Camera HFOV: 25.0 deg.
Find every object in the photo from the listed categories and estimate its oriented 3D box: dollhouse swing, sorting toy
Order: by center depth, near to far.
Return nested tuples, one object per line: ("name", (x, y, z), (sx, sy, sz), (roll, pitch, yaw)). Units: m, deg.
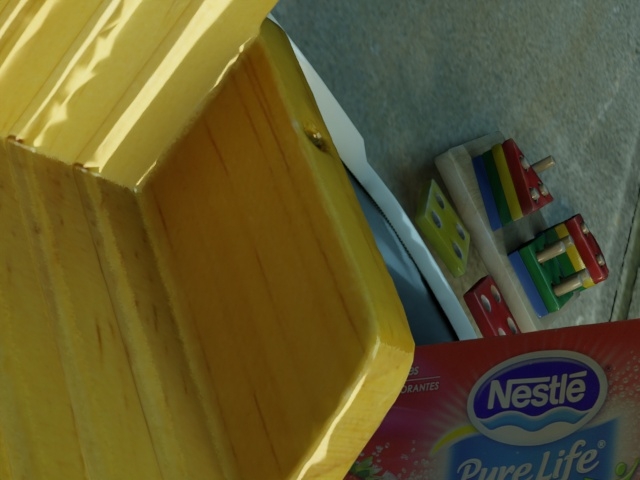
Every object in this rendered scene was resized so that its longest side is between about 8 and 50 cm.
("dollhouse swing", (-0.068, -0.090, 0.479), (0.347, 0.305, 0.315), (25, 34, -47))
("sorting toy", (0.138, -0.012, 0.957), (0.132, 0.046, 0.274), (64, 24, 1))

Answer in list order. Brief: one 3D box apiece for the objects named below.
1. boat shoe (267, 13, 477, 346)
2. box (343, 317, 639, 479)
("boat shoe", (0.000, 0.000, 0.840), (0.099, 0.116, 0.319), (-34, 123, -1))
("box", (0.133, 0.131, 0.663), (0.154, 0.300, 0.142), (31, 60, -39))
